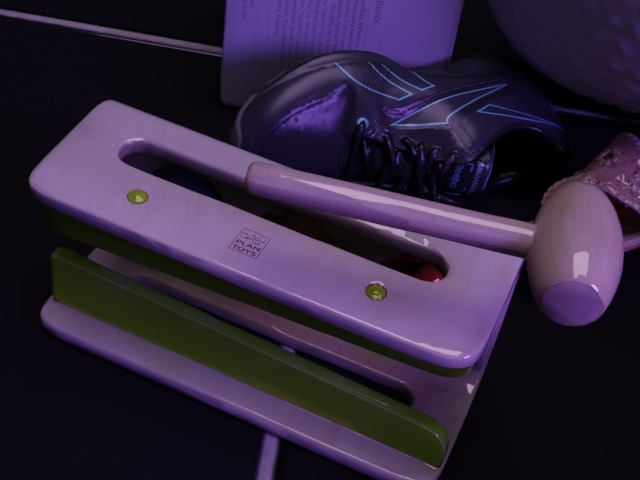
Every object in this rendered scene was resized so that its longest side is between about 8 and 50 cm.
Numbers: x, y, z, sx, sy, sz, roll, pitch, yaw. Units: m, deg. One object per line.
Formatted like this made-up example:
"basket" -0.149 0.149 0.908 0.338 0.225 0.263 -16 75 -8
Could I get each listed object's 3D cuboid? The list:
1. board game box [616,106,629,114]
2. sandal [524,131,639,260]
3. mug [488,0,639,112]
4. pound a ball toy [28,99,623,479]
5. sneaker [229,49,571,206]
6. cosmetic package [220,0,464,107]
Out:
"board game box" 0.307 -0.229 0.973 0.210 0.047 0.160 -32 62 -11
"sandal" 0.229 -0.041 0.779 0.240 0.079 0.088 -6 16 -21
"mug" 0.307 -0.177 0.754 0.276 0.374 0.328 -45 27 -26
"pound a ball toy" 0.000 0.000 0.616 0.319 0.208 0.136 21 44 12
"sneaker" 0.066 -0.080 0.795 0.267 0.101 0.106 -10 48 -20
"cosmetic package" 0.015 -0.205 0.880 0.183 0.151 0.151 5 43 -4
